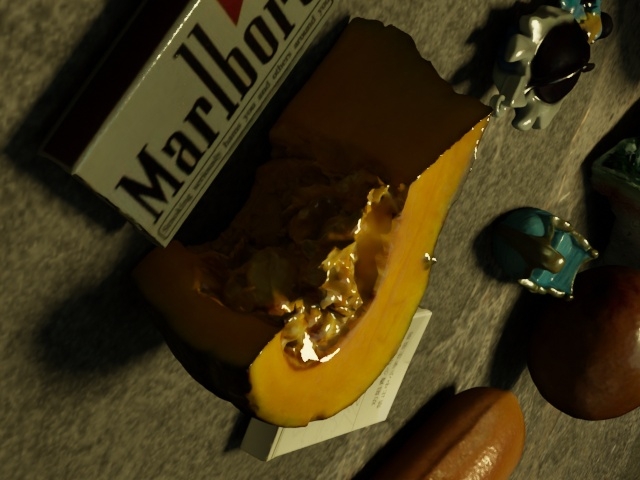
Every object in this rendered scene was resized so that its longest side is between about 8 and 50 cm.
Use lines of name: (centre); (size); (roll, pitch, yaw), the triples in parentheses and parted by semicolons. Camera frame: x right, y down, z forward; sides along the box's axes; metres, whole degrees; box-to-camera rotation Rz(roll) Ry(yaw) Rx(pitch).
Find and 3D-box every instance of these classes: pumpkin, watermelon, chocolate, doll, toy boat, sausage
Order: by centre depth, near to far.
pumpkin: (0.004, -0.002, 0.819); (0.248, 0.131, 0.126); (-46, 142, -16)
doll: (0.180, -0.147, 1.039); (0.195, 0.070, 0.096); (-45, 134, -41)
sausage: (0.097, 0.238, 1.233); (0.274, 0.105, 0.105); (-40, 147, -34)
toy boat: (0.215, 0.016, 1.241); (0.075, 0.077, 0.185); (-61, 153, 3)
chocolate: (0.289, 0.097, 1.369); (0.177, 0.177, 0.176); (-40, 147, -34)
watermelon: (0.382, -0.050, 1.443); (0.320, 0.214, 0.289); (32, 48, -27)

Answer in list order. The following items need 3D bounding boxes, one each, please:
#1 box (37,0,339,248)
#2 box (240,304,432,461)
box: (-0.066, -0.091, 0.707); (0.177, 0.036, 0.115); (-56, 152, -8)
box: (0.016, 0.104, 1.043); (0.198, 0.029, 0.109); (-4, 119, -60)
